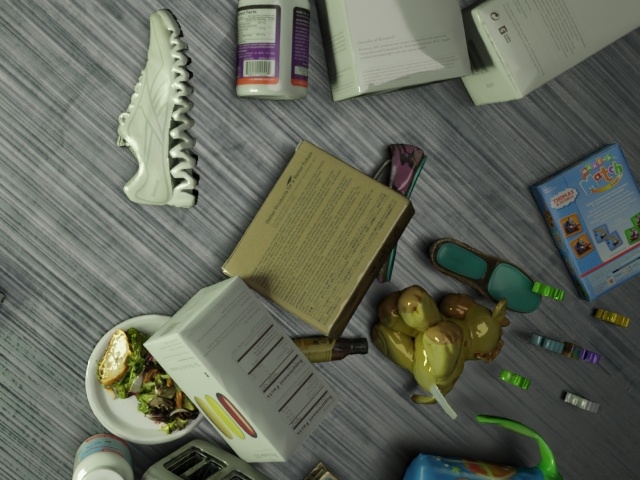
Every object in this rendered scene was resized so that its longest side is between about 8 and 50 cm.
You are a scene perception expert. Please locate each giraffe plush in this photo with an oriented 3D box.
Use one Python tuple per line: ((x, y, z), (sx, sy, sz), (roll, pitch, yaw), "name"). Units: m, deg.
((0.207, 0.146, 1.608), (0.170, 0.181, 0.210), (-29, 89, -30), "giraffe plush")

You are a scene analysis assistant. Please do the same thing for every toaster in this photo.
((-0.163, 0.390, 1.507), (0.168, 0.186, 0.110), (27, 108, 19), "toaster")

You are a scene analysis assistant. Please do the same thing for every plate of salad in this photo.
((-0.252, 0.212, 1.560), (0.200, 0.048, 0.199), (-1, 93, -12), "plate of salad")

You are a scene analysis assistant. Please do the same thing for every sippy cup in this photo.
((0.232, 0.437, 1.600), (0.224, 0.240, 0.305), (17, 51, -2), "sippy cup")

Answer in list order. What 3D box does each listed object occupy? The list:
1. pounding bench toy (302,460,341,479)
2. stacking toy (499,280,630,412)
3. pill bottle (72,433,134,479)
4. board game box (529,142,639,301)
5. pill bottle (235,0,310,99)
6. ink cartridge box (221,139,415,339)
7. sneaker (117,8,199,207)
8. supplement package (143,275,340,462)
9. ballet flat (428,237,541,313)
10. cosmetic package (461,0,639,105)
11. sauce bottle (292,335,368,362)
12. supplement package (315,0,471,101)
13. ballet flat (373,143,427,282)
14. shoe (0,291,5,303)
((-0.004, 0.400, 1.616), (0.052, 0.065, 0.083), (44, 85, -11), "pounding bench toy")
((0.390, 0.172, 1.666), (0.221, 0.052, 0.167), (20, 89, -30), "stacking toy")
((-0.314, 0.340, 1.498), (0.087, 0.160, 0.087), (-1, 94, -12), "pill bottle")
((0.458, -0.030, 1.699), (0.160, 0.039, 0.211), (-28, 99, -9), "board game box")
((-0.070, -0.308, 1.534), (0.108, 0.108, 0.193), (1, 93, -12), "pill bottle")
((0.000, 0.000, 1.544), (0.193, 0.088, 0.234), (31, 88, 15), "ink cartridge box")
((-0.240, -0.191, 1.513), (0.118, 0.110, 0.292), (-2, 94, -3), "sneaker")
((-0.115, 0.194, 1.523), (0.244, 0.139, 0.134), (51, 59, -10), "supplement package")
((0.259, 0.050, 1.648), (0.206, 0.067, 0.073), (31, 92, -15), "ballet flat")
((0.385, -0.364, 1.583), (0.365, 0.197, 0.155), (-30, 99, -7), "cosmetic package")
((0.010, 0.169, 1.617), (0.128, 0.042, 0.042), (-4, 94, -14), "sauce bottle")
((0.093, -0.367, 1.529), (0.175, 0.177, 0.293), (-12, 97, -11), "supplement package")
((0.101, -0.046, 1.612), (0.079, 0.077, 0.221), (16, 85, 6), "ballet flat")
((-0.547, 0.063, 1.479), (0.178, 0.063, 0.081), (37, 81, -16), "shoe")
